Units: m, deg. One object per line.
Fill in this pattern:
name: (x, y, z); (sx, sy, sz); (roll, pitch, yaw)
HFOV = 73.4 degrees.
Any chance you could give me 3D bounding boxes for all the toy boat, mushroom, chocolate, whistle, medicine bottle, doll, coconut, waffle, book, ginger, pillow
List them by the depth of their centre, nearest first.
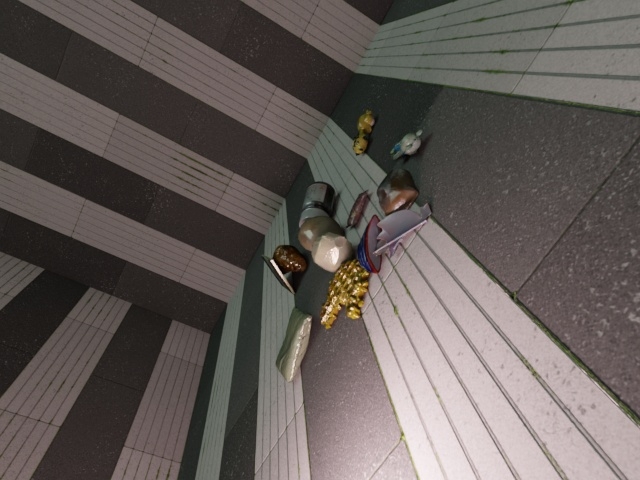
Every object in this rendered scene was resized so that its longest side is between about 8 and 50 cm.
toy boat: (0.228, -0.037, 1.437); (0.318, 0.071, 0.219); (-53, 31, 26)
chocolate: (0.259, -0.179, 1.566); (0.157, 0.080, 0.254); (-56, 18, 26)
waffle: (0.087, 0.184, 1.580); (0.293, 0.068, 0.260); (-38, 31, 55)
whistle: (0.326, -0.358, 1.658); (0.114, 0.077, 0.235); (-56, 9, -7)
coconut: (0.055, 0.049, 1.730); (0.161, 0.162, 0.161); (-42, -40, -49)
pillow: (-0.110, 0.430, 1.813); (0.274, 0.076, 0.281); (173, 116, -74)
pillow: (0.161, -0.134, 1.883); (0.185, 0.043, 0.118); (-64, 9, -11)
mushroom: (0.010, -0.010, 1.976); (0.206, 0.209, 0.206); (-29, 18, 10)
medicine bottle: (-0.016, -0.169, 2.271); (0.165, 0.165, 0.274); (-47, 22, 46)
doll: (0.225, -0.571, 2.277); (0.117, 0.086, 0.291); (-35, 35, 52)
ginger: (-0.183, 0.106, 2.364); (0.165, 0.172, 0.321); (-59, 14, -6)
book: (-0.238, 0.183, 2.367); (0.018, 0.229, 0.322); (-35, 10, -12)
